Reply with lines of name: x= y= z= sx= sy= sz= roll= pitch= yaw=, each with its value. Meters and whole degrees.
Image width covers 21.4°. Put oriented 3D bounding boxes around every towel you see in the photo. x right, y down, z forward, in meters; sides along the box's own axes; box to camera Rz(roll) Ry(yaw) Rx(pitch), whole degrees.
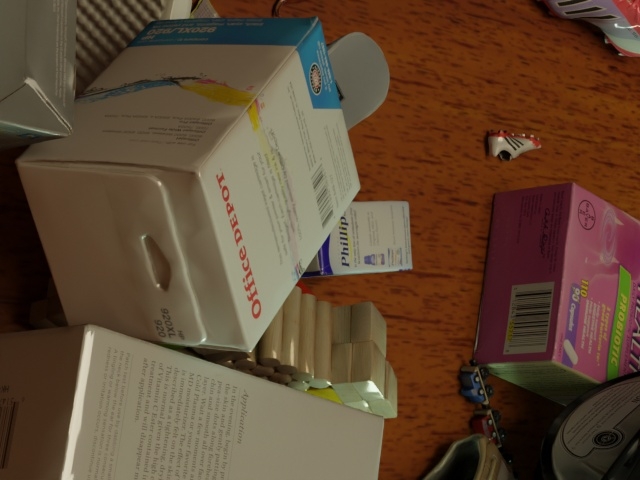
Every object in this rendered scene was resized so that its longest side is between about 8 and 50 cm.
towel: x=-0.107 y=-0.194 z=1.666 sx=0.083 sy=0.009 sz=0.060 roll=55 pitch=49 yaw=-26

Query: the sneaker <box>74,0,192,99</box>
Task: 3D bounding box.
sneaker: x=-0.147 y=-0.249 z=1.549 sx=0.150 sy=0.135 sz=0.366 roll=27 pitch=76 yaw=-65

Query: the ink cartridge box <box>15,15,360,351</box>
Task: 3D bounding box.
ink cartridge box: x=-0.100 y=-0.051 z=1.358 sx=0.232 sy=0.168 sz=0.171 roll=-56 pitch=141 yaw=-47

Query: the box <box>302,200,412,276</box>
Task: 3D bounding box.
box: x=0.000 y=0.000 z=1.669 sx=0.137 sy=0.126 sz=0.072 roll=-1 pitch=88 yaw=-46

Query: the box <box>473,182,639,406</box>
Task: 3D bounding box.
box: x=0.309 y=0.075 z=1.992 sx=0.243 sy=0.117 sz=0.213 roll=26 pitch=67 yaw=-42

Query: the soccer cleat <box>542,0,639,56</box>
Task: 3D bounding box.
soccer cleat: x=0.361 y=-0.299 z=2.111 sx=0.248 sy=0.095 sz=0.083 roll=26 pitch=66 yaw=-42

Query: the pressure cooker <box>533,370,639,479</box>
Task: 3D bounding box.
pressure cooker: x=0.419 y=0.327 z=1.832 sx=0.370 sy=0.376 sz=0.420 roll=-93 pitch=174 yaw=-60

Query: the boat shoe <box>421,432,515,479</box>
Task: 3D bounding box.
boat shoe: x=0.110 y=0.303 z=1.766 sx=0.302 sy=0.113 sz=0.103 roll=-34 pitch=108 yaw=-55

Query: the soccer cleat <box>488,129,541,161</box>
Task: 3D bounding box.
soccer cleat: x=0.228 y=-0.110 z=1.998 sx=0.083 sy=0.029 sz=0.035 roll=7 pitch=89 yaw=-43

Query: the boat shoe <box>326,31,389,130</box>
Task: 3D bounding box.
boat shoe: x=-0.051 y=-0.120 z=1.649 sx=0.306 sy=0.105 sz=0.113 roll=-45 pitch=113 yaw=-47

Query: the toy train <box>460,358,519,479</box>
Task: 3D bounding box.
toy train: x=0.188 y=0.210 z=1.914 sx=0.036 sy=0.027 sz=0.158 roll=-24 pitch=103 yaw=-34

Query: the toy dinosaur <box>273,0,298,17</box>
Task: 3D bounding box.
toy dinosaur: x=-0.011 y=-0.267 z=1.772 sx=0.082 sy=0.047 sz=0.090 roll=23 pitch=101 yaw=-52

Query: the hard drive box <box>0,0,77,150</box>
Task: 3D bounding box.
hard drive box: x=-0.292 y=-0.158 z=1.304 sx=0.089 sy=0.232 sz=0.181 roll=10 pitch=77 yaw=-45

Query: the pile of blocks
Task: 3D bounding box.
pile of blocks: x=-0.088 y=0.073 z=1.555 sx=0.362 sy=0.149 sz=0.112 roll=21 pitch=54 yaw=-28

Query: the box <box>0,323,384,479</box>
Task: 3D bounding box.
box: x=-0.143 y=0.196 z=1.427 sx=0.345 sy=0.215 sz=0.168 roll=23 pitch=68 yaw=-43
